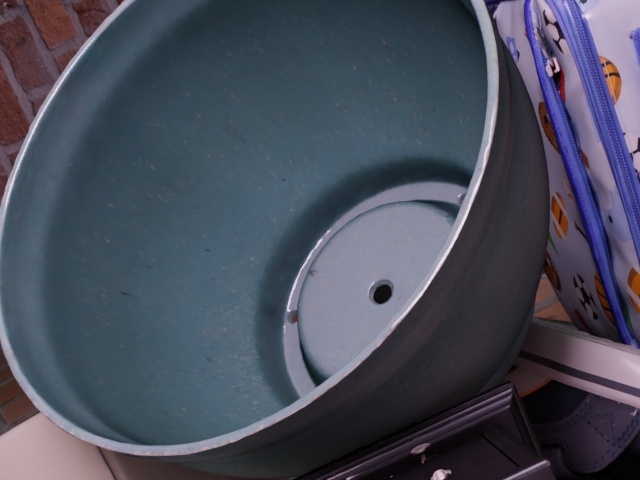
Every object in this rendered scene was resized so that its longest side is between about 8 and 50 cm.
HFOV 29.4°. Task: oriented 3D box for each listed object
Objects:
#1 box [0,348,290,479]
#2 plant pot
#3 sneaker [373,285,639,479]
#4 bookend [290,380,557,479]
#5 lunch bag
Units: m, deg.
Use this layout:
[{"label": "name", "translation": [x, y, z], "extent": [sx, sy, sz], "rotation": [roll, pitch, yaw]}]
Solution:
[{"label": "box", "translation": [-0.185, 0.187, 0.771], "extent": [0.311, 0.121, 0.148], "rotation": [-32, -5, 30]}, {"label": "plant pot", "translation": [0.000, 0.000, 0.656], "extent": [0.293, 0.293, 0.196], "rotation": [-20, -34, 24]}, {"label": "sneaker", "translation": [0.115, 0.104, 0.743], "extent": [0.321, 0.127, 0.126], "rotation": [15, -1, 41]}, {"label": "bookend", "translation": [0.041, 0.134, 0.475], "extent": [0.156, 0.072, 0.157], "rotation": [-23, 9, -6]}, {"label": "lunch bag", "translation": [0.204, -0.062, 0.841], "extent": [0.115, 0.303, 0.243], "rotation": [-21, 11, -1]}]
